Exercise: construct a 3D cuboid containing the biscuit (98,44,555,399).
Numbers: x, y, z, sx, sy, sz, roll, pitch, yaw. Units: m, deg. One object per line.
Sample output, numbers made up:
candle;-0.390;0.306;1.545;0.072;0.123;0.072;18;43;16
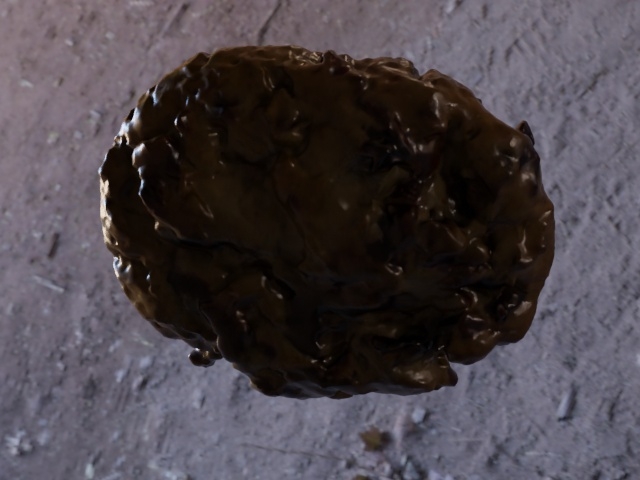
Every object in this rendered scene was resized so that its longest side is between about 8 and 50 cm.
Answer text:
biscuit;0.000;0.004;0.769;0.333;0.290;0.081;1;28;10
